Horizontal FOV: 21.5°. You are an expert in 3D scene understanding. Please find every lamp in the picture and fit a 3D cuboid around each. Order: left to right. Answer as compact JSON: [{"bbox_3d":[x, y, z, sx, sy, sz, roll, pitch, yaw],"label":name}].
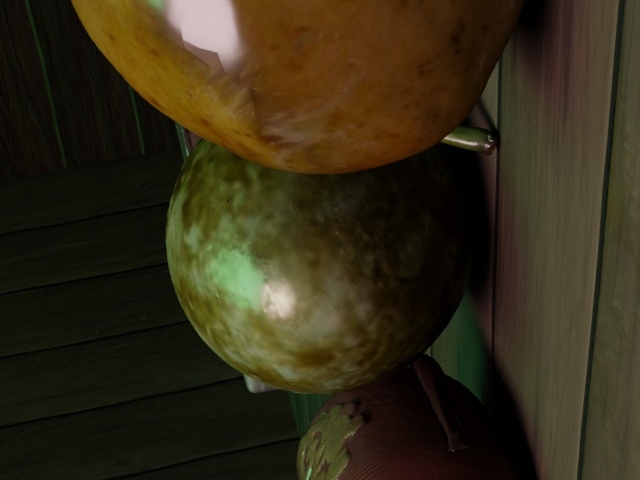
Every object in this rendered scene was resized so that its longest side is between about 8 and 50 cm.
[{"bbox_3d":[0.075,0.196,1.308,0.258,0.180,0.180,-116,16,-65],"label":"lamp"}]

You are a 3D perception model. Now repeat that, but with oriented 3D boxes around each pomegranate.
[{"bbox_3d":[-0.012,-0.178,0.983,0.307,0.307,0.307,169,90,-84],"label":"pomegranate"}]

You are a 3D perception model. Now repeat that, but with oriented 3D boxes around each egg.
[{"bbox_3d":[0.000,0.000,1.280,0.289,0.238,0.238,-92,-8,-81],"label":"egg"}]

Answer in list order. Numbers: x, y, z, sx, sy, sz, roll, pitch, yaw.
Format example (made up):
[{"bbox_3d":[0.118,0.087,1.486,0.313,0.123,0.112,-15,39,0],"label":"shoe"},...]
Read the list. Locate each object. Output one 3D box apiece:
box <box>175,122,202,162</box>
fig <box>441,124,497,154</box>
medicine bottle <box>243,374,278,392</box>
[{"bbox_3d":[-0.095,-0.185,2.111,0.297,0.190,0.225,112,146,-82],"label":"box"},{"bbox_3d":[0.044,-0.141,1.220,0.245,0.149,0.149,60,166,27],"label":"fig"},{"bbox_3d":[-0.011,0.113,1.952,0.105,0.168,0.105,169,90,-84],"label":"medicine bottle"}]
